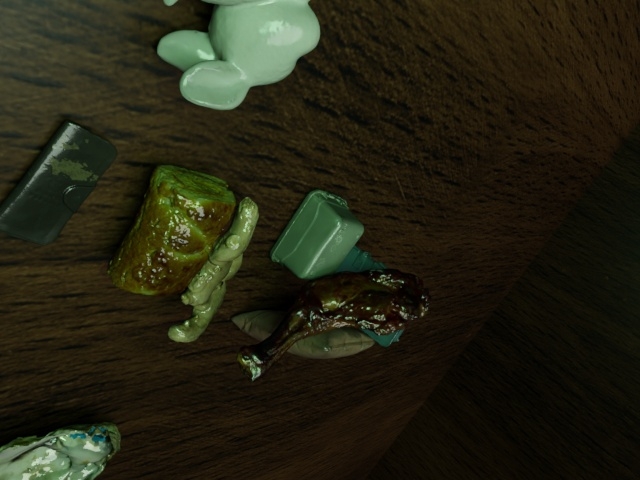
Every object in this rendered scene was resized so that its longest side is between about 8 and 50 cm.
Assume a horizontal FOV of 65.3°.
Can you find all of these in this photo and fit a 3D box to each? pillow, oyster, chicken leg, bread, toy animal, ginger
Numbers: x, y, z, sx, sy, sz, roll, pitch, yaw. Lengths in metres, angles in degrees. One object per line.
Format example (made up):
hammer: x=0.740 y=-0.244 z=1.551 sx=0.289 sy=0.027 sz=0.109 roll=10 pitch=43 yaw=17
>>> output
pillow: x=-0.032 y=0.194 z=1.032 sx=0.223 sy=0.235 sz=0.084 roll=21 pitch=76 yaw=-62
oyster: x=-0.462 y=0.370 z=0.831 sx=0.214 sy=0.083 sz=0.223 roll=-38 pitch=142 yaw=-19
chicken leg: x=0.024 y=0.138 z=0.896 sx=0.406 sy=0.158 sz=0.096 roll=-15 pitch=131 yaw=-29
bread: x=-0.202 y=-0.010 z=0.693 sx=0.132 sy=0.103 sz=0.172 roll=8 pitch=124 yaw=-52
toy animal: x=-0.093 y=-0.253 z=0.532 sx=0.178 sy=0.127 sz=0.193 roll=-27 pitch=144 yaw=-25
ginger: x=-0.163 y=0.040 z=0.811 sx=0.259 sy=0.065 sz=0.149 roll=-63 pitch=180 yaw=13

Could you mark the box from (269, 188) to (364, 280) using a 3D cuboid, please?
box: x=0.000 y=0.000 z=0.950 sx=0.124 sy=0.093 sz=0.172 roll=12 pitch=116 yaw=-54

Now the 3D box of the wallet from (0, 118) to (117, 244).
wallet: x=-0.310 y=-0.064 z=0.588 sx=0.157 sy=0.018 sz=0.082 roll=-50 pitch=148 yaw=3

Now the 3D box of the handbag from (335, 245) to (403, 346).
handbag: x=0.097 y=0.108 z=1.062 sx=0.057 sy=0.221 sz=0.144 roll=-6 pitch=129 yaw=-58
